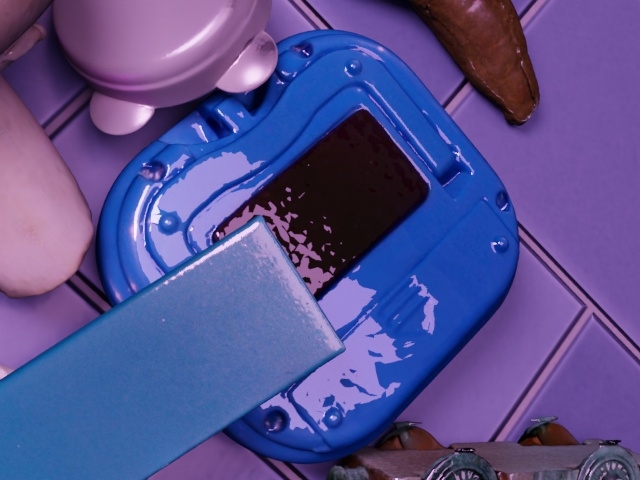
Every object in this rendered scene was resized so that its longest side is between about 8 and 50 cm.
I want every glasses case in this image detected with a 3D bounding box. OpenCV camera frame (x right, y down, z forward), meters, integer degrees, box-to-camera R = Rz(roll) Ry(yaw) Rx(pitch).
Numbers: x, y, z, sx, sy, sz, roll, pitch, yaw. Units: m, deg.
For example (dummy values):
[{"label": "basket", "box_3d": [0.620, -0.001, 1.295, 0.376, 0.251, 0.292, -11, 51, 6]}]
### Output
[{"label": "glasses case", "box_3d": [-0.138, 0.109, 0.647, 0.301, 0.070, 0.117, -32, 92, -1]}]

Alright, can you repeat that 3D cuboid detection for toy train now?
[{"label": "toy train", "box_3d": [0.157, 0.244, 0.789, 0.326, 0.129, 0.160, 4, 87, -21]}]

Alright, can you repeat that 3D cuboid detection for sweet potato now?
[{"label": "sweet potato", "box_3d": [0.117, -0.226, 0.869, 0.112, 0.085, 0.285, -43, 113, 14]}]

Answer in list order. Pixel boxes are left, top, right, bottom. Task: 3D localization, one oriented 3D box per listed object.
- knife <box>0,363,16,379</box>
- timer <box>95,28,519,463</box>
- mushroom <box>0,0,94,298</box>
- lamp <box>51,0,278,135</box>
[{"label": "knife", "box_3d": [-0.260, 0.127, 0.692, 0.265, 0.040, 0.073, 27, 69, -15]}, {"label": "timer", "box_3d": [0.000, 0.000, 0.769, 0.340, 0.115, 0.309, -43, 96, -19]}, {"label": "mushroom", "box_3d": [-0.273, -0.117, 0.608, 0.314, 0.314, 0.336, -46, 125, -20]}, {"label": "lamp", "box_3d": [-0.133, -0.211, 0.744, 0.179, 0.108, 0.246, -17, 72, 4]}]
